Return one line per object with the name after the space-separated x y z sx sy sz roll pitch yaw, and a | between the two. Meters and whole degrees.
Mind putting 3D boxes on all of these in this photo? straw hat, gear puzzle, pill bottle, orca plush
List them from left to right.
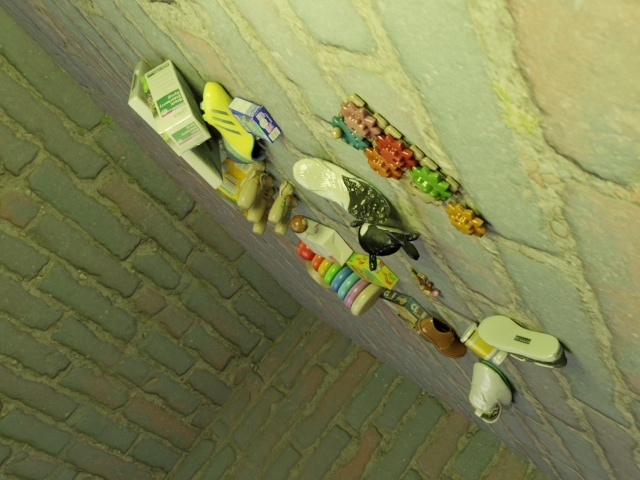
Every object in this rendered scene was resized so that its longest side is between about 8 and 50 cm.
0.015 0.108 2.427 0.144 0.061 0.145 34 151 22 | straw hat
0.144 0.023 1.381 0.151 0.102 0.287 10 -175 -19 | orca plush
0.152 -0.110 1.114 0.339 0.044 0.175 40 169 -4 | gear puzzle
0.436 0.276 1.680 0.116 0.065 0.065 38 169 9 | pill bottle

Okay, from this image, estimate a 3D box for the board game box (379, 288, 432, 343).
0.319 0.260 2.068 0.243 0.042 0.165 44 169 -22 | board game box

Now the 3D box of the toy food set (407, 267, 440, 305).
0.284 0.120 1.689 0.078 0.019 0.122 25 154 52 | toy food set

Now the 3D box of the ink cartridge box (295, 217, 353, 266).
0.000 0.000 2.015 0.115 0.067 0.198 47 167 -35 | ink cartridge box

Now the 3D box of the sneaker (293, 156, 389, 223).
0.051 -0.115 1.388 0.237 0.085 0.086 31 -158 13 | sneaker

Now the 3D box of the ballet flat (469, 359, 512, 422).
0.560 0.525 2.108 0.139 0.139 0.400 32 167 33 | ballet flat

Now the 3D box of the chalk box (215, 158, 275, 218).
-0.239 -0.160 1.993 0.132 0.132 0.213 36 168 19 | chalk box

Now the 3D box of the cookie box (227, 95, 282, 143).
-0.153 -0.279 1.465 0.107 0.040 0.092 30 167 43 | cookie box

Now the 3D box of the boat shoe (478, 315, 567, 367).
0.451 0.235 1.430 0.070 0.078 0.219 48 165 -32 | boat shoe

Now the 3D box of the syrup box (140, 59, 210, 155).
-0.363 -0.332 1.575 0.237 0.093 0.096 63 -174 37 | syrup box

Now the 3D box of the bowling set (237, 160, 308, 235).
-0.114 -0.106 1.867 0.199 0.154 0.287 17 164 8 | bowling set

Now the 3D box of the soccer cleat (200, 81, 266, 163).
-0.208 -0.289 1.560 0.121 0.094 0.289 5 154 13 | soccer cleat

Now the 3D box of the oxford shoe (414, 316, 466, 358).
0.388 0.300 1.951 0.212 0.076 0.076 34 133 -27 | oxford shoe

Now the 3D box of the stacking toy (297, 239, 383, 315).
0.052 0.097 2.131 0.330 0.141 0.141 43 171 19 | stacking toy

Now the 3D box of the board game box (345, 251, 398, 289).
0.152 0.090 1.933 0.092 0.043 0.181 44 168 -23 | board game box

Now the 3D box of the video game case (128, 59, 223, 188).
-0.396 -0.328 1.770 0.329 0.036 0.300 47 -166 -32 | video game case
